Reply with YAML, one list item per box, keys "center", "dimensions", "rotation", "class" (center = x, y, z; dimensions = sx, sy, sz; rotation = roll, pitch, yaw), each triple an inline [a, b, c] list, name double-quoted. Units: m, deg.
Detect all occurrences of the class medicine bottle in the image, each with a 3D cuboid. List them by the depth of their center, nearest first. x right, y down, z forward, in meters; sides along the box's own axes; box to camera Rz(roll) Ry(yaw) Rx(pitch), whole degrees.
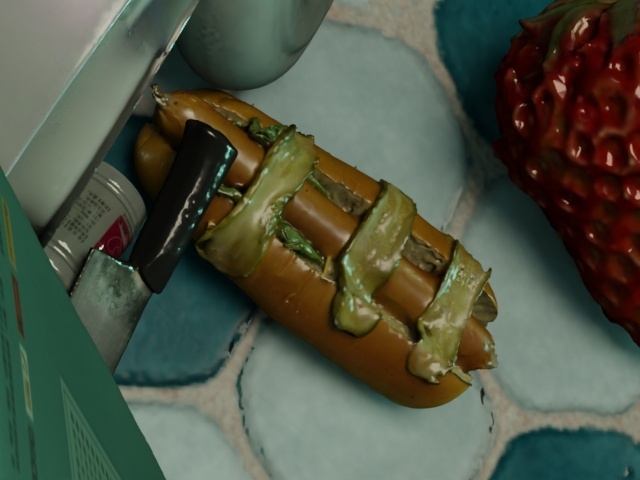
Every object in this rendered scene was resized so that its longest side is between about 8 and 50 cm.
- center: [-0.139, 0.004, 0.953]
  dimensions: [0.058, 0.058, 0.091]
  rotation: [45, 57, -13]
  class: "medicine bottle"

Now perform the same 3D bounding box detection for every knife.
- center: [-0.112, 0.038, 0.941]
  dimensions: [0.060, 0.028, 0.230]
  rotation: [34, 80, -52]
  class: "knife"

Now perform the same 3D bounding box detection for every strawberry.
- center: [0.217, -0.040, 1.130]
  dimensions: [0.205, 0.205, 0.244]
  rotation: [-21, 108, -35]
  class: "strawberry"

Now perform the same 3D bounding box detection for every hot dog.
- center: [0.000, 0.000, 1.037]
  dimensions: [0.269, 0.072, 0.109]
  rotation: [37, 56, -19]
  class: "hot dog"

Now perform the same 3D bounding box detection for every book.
- center: [-0.090, 0.147, 0.723]
  dimensions: [0.031, 0.379, 0.264]
  rotation: [-12, 55, 3]
  class: "book"

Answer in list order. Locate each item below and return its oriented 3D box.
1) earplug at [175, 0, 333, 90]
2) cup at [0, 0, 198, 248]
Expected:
- center: [-0.053, -0.247, 1.021]
  dimensions: [0.175, 0.214, 0.325]
  rotation: [-11, 79, 5]
  class: "earplug"
- center: [-0.234, -0.158, 0.816]
  dimensions: [0.371, 0.253, 0.253]
  rotation: [36, 58, -4]
  class: "cup"
